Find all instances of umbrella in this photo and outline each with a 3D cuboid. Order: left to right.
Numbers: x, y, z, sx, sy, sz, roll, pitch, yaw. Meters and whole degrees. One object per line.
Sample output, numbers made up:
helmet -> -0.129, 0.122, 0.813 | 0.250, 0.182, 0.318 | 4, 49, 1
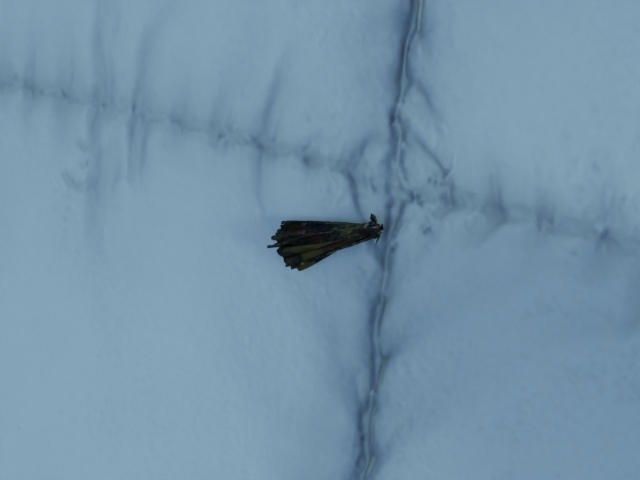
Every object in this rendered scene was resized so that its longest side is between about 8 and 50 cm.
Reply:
umbrella -> 0.001, 0.000, 0.847 | 0.083, 0.020, 0.031 | -12, 92, 31
